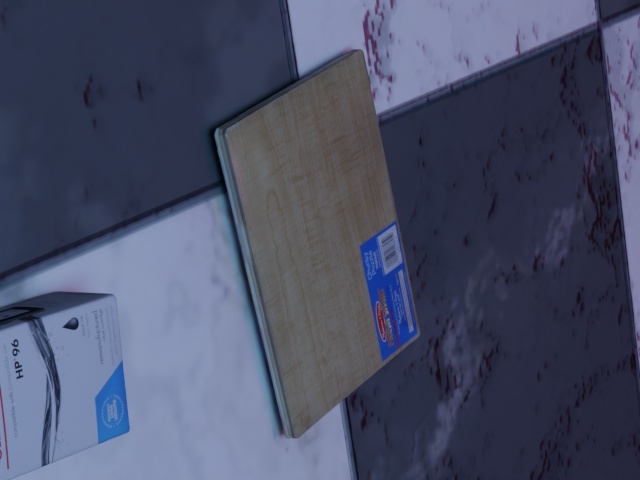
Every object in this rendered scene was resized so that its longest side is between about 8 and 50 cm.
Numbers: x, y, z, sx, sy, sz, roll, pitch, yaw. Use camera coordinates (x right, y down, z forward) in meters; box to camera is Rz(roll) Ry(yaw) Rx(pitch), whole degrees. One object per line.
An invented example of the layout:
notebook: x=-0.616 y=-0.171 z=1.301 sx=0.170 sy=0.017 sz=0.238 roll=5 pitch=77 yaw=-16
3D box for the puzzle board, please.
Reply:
puzzle board: x=0.000 y=0.000 z=0.751 sx=0.096 sy=0.011 sz=0.128 roll=-36 pitch=120 yaw=-48

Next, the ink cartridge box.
ink cartridge box: x=-0.100 y=0.048 z=0.602 sx=0.083 sy=0.028 sz=0.048 roll=-19 pitch=106 yaw=-51
